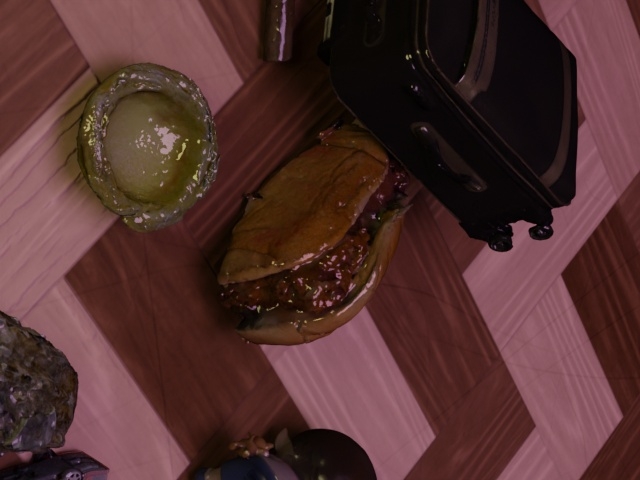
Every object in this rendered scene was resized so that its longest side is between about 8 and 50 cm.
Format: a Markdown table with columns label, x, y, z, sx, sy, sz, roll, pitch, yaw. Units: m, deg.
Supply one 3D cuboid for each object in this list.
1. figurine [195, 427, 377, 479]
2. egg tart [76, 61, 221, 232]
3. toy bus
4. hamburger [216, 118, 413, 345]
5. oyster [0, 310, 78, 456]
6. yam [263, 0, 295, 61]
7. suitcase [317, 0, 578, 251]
| label | x | y | z | sx | sy | sz | roll | pitch | yaw |
| --- | --- | --- | --- | --- | --- | --- | --- | --- | --- |
| figurine | -0.026 | 0.317 | 2.244 | 0.275 | 0.161 | 0.158 | -4 | 144 | -43 |
| egg tart | -0.202 | -0.109 | 1.985 | 0.197 | 0.078 | 0.197 | -12 | 107 | -45 |
| toy bus | -0.325 | 0.286 | 1.974 | 0.192 | 0.065 | 0.077 | -13 | 117 | -43 |
| hamburger | 0.000 | 0.000 | 2.165 | 0.282 | 0.245 | 0.155 | -27 | 127 | 0 |
| oyster | -0.359 | 0.148 | 1.850 | 0.162 | 0.158 | 0.351 | -57 | 146 | -9 |
| yam | -0.045 | -0.374 | 2.101 | 0.045 | 0.045 | 0.326 | -4 | 105 | -23 |
| suitcase | 0.179 | -0.198 | 2.221 | 0.434 | 0.194 | 0.283 | 41 | 44 | -42 |
